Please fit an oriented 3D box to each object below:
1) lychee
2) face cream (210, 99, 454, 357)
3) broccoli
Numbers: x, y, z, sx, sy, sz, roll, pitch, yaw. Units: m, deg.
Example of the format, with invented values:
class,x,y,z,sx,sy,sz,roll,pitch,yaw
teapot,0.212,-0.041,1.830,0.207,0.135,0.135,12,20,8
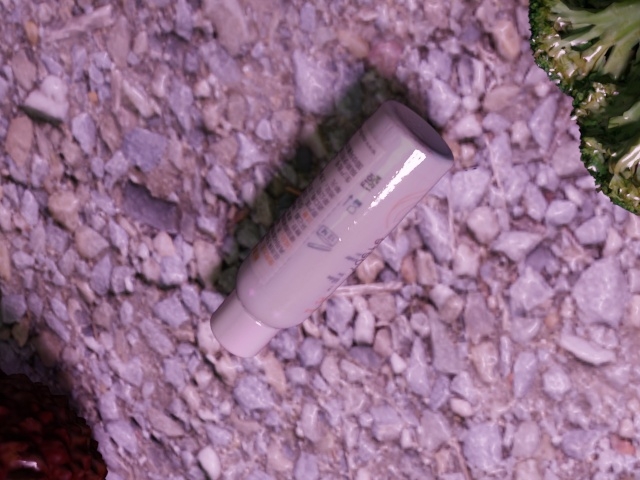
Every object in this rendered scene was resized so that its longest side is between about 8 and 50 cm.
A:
class,x,y,z,sx,sy,sz,roll,pitch,yaw
lychee,-0.339,0.274,0.903,0.305,0.306,0.330,3,134,16
face cream,0.000,0.000,0.841,0.082,0.082,0.269,43,113,2
broccoli,0.257,-0.146,0.626,0.254,0.269,0.269,9,107,22
